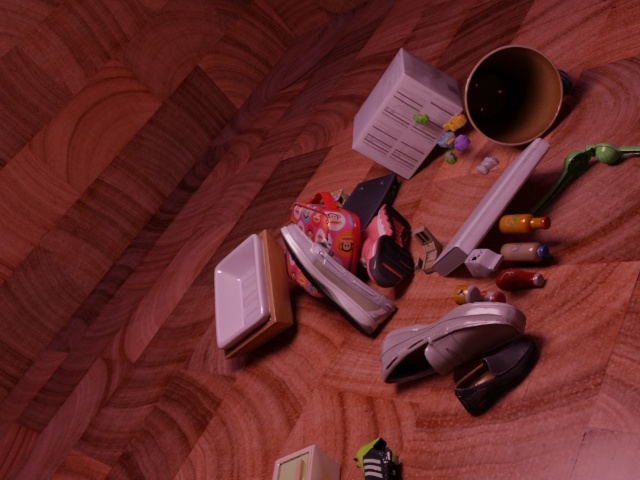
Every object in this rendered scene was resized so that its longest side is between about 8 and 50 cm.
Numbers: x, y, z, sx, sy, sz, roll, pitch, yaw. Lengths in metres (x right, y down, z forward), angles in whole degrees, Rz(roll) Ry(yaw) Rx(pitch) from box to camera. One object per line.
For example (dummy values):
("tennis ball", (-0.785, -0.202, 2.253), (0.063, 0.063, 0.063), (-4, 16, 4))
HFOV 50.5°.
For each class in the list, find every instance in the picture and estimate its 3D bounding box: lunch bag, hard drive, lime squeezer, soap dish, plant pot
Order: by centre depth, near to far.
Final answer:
("lime squeezer", (0.571, -0.158, 1.408), (0.310, 0.059, 0.110), (-25, 31, 32))
("hard drive", (0.367, -0.067, 1.476), (0.307, 0.040, 0.203), (-50, -5, -15))
("plant pot", (0.459, -0.370, 1.742), (0.237, 0.237, 0.254), (-40, 10, 6))
("lunch bag", (0.000, 0.000, 1.770), (0.293, 0.120, 0.258), (-150, 63, -66))
("soap dish", (-0.182, 0.150, 1.831), (0.229, 0.118, 0.290), (-39, 45, 35))
("hard drive", (0.120, -0.077, 1.932), (0.172, 0.054, 0.254), (-12, 38, 48))

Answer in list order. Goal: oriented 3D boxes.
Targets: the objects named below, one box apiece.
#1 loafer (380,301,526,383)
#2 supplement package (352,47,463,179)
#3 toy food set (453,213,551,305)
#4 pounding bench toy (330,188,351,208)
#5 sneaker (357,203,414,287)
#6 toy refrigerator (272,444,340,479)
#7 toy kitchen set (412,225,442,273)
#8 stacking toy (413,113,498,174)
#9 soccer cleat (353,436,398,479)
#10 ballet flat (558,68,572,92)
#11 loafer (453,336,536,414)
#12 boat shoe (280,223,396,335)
("loafer", (0.243, 0.202, 1.280), (0.319, 0.112, 0.111), (-29, 33, 43))
("supplement package", (0.242, -0.360, 1.933), (0.262, 0.198, 0.199), (-54, 17, 33))
("toy food set", (0.364, 0.054, 1.311), (0.105, 0.111, 0.232), (-3, 39, 53))
("pounding bench toy", (0.062, -0.129, 2.085), (0.052, 0.065, 0.083), (-19, 34, 41))
("sneaker", (0.148, 0.039, 1.684), (0.136, 0.116, 0.313), (-43, 15, 28))
("toy refrigerator", (-0.039, 0.512, 1.214), (0.102, 0.094, 0.269), (-30, 28, 26))
("toy kitchen set", (0.232, 0.028, 1.587), (0.068, 0.075, 0.083), (-25, 32, 36))
("stacking toy", (0.347, -0.261, 1.759), (0.052, 0.167, 0.221), (-45, 25, -4))
("soccer cleat", (0.111, 0.412, 1.195), (0.072, 0.060, 0.179), (-40, 23, 3))
("ballet flat", (0.598, -0.423, 1.774), (0.070, 0.070, 0.188), (-48, 29, -10))
("loafer", (0.307, 0.228, 1.189), (0.170, 0.061, 0.062), (-45, 24, -5))
("boat shoe", (0.033, 0.076, 1.573), (0.103, 0.320, 0.118), (-42, -12, -11))
